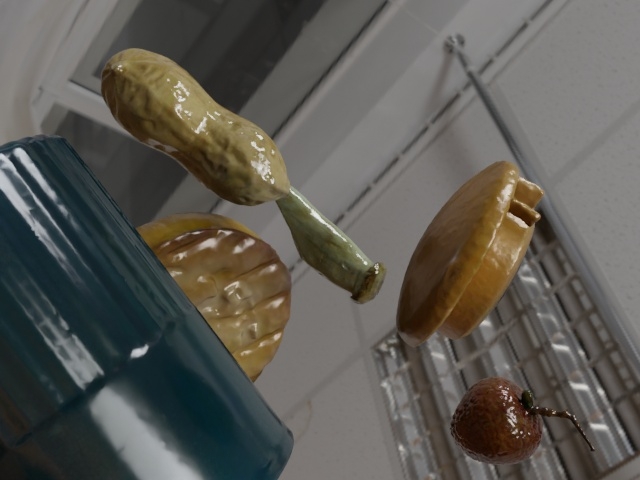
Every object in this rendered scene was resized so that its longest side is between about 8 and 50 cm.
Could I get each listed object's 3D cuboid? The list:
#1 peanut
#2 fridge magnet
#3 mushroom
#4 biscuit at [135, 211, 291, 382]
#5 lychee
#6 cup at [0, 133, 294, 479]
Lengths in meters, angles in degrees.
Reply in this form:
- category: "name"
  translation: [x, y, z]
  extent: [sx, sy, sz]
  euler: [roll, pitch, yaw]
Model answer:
- category: "peanut"
  translation: [-0.146, -0.127, 0.914]
  extent: [0.101, 0.263, 0.117]
  euler: [-53, 180, 23]
- category: "fridge magnet"
  translation: [0.098, 0.011, 0.542]
  extent: [0.143, 0.063, 0.143]
  euler: [-61, 180, 0]
- category: "mushroom"
  translation: [-0.002, 0.003, 1.685]
  extent: [0.107, 0.333, 0.087]
  euler: [-50, 176, 3]
- category: "biscuit"
  translation: [-0.175, 0.102, 0.977]
  extent: [0.102, 0.296, 0.296]
  euler: [36, -80, 45]
- category: "lychee"
  translation: [0.223, 0.212, 0.931]
  extent: [0.140, 0.114, 0.101]
  euler: [-26, 177, 5]
- category: "cup"
  translation: [-0.189, 0.089, 0.600]
  extent: [0.242, 0.292, 0.308]
  euler: [-32, -173, 29]
